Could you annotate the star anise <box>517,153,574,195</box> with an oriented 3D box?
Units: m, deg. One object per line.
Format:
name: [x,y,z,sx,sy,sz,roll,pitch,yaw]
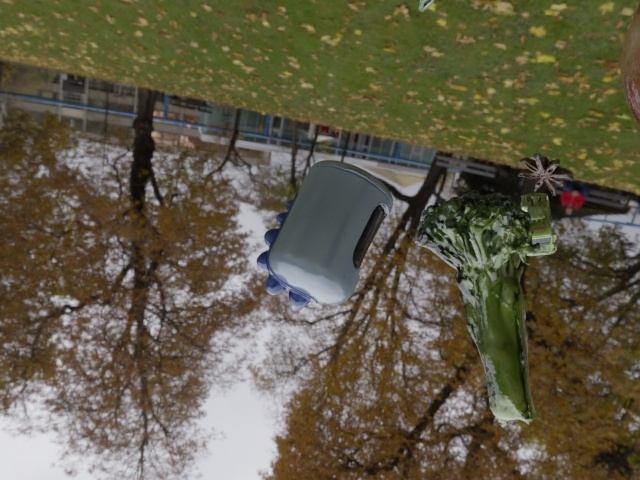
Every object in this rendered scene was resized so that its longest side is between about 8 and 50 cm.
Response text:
star anise: [0.566,-0.174,1.284,0.141,0.042,0.141,29,158,13]

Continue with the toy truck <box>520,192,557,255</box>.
toy truck: [0.585,-0.059,1.376,0.085,0.116,0.191,-5,-137,22]

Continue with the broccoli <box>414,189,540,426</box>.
broccoli: [0.217,0.083,0.660,0.145,0.304,0.165,-14,168,17]

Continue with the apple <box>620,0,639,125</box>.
apple: [0.493,-0.198,0.508,0.344,0.345,0.269,21,-163,33]

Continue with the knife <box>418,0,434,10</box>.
knife: [0.212,-0.513,0.903,0.043,0.020,0.293,-19,166,-5]

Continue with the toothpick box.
toothpick box: [0.000,0.000,1.265,0.263,0.355,0.263,23,163,7]
